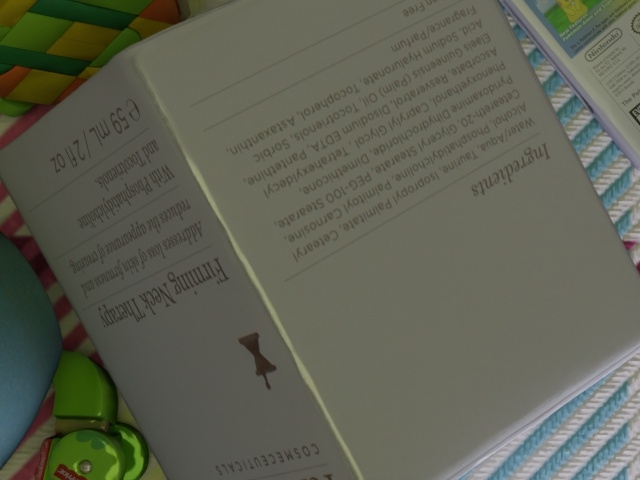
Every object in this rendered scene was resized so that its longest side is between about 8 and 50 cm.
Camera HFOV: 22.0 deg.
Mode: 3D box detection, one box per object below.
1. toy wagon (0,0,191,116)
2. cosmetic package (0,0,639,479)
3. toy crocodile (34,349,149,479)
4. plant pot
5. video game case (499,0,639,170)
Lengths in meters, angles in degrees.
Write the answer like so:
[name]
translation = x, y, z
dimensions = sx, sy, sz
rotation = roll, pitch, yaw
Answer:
[toy wagon]
translation = -0.280, -0.203, 1.375
dimensions = 0.344, 0.267, 0.068
rotation = 5, 57, -43
[cosmetic package]
translation = 0.000, 0.000, 1.362
dimensions = 0.327, 0.329, 0.393
rotation = -30, 93, -31
[toy crocodile]
translation = -0.219, 0.270, 1.503
dimensions = 0.105, 0.115, 0.340
rotation = -1, 89, 8
[plant pot]
translation = -0.342, 0.089, 1.425
dimensions = 0.195, 0.290, 0.290
rotation = -30, 94, -26
[video game case]
translation = 0.341, -0.284, 1.586
dimensions = 0.329, 0.036, 0.300
rotation = -40, 94, -3
